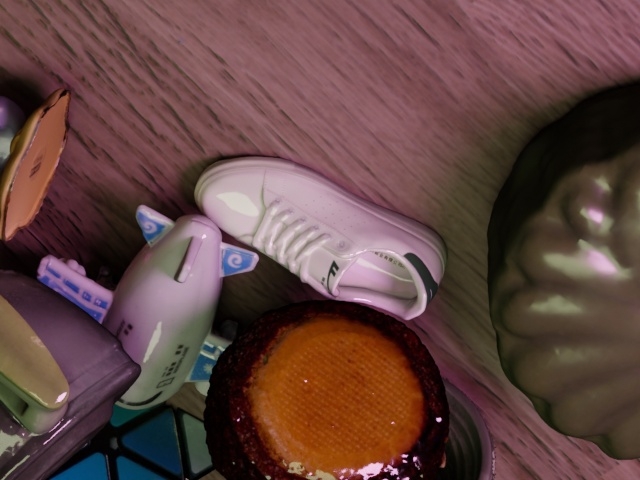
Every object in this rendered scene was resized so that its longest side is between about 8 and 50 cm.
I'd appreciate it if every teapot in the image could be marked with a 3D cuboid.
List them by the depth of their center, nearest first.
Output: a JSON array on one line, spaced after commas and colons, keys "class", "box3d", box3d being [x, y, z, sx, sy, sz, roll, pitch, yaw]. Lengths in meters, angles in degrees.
[{"class": "teapot", "box3d": [-0.333, 0.129, 1.691, 0.239, 0.321, 0.239, -44, 88, 7]}]

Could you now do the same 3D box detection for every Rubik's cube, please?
[{"class": "Rubik's cube", "box3d": [-0.193, 0.249, 1.919, 0.234, 0.250, 0.284, -5, 115, -12]}]

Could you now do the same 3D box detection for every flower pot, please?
[{"class": "flower pot", "box3d": [0.060, 0.251, 1.866, 0.235, 0.235, 0.140, 9, 142, 3]}]

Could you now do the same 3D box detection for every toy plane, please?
[{"class": "toy plane", "box3d": [-0.161, 0.075, 1.833, 0.266, 0.123, 0.267, 7, 129, 9]}]

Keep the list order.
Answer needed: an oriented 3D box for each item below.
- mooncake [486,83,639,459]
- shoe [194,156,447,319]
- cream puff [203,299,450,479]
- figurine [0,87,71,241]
[{"class": "mooncake", "box3d": [0.331, 0.038, 1.708, 0.356, 0.194, 0.356, 4, 118, 7]}, {"class": "shoe", "box3d": [0.000, 0.000, 1.780, 0.265, 0.110, 0.095, 18, 120, -5]}, {"class": "cream puff", "box3d": [0.003, 0.175, 1.728, 0.239, 0.239, 0.165, 15, 151, 0]}, {"class": "figurine", "box3d": [-0.392, -0.100, 1.746, 0.257, 0.181, 0.208, 21, 148, 4]}]
